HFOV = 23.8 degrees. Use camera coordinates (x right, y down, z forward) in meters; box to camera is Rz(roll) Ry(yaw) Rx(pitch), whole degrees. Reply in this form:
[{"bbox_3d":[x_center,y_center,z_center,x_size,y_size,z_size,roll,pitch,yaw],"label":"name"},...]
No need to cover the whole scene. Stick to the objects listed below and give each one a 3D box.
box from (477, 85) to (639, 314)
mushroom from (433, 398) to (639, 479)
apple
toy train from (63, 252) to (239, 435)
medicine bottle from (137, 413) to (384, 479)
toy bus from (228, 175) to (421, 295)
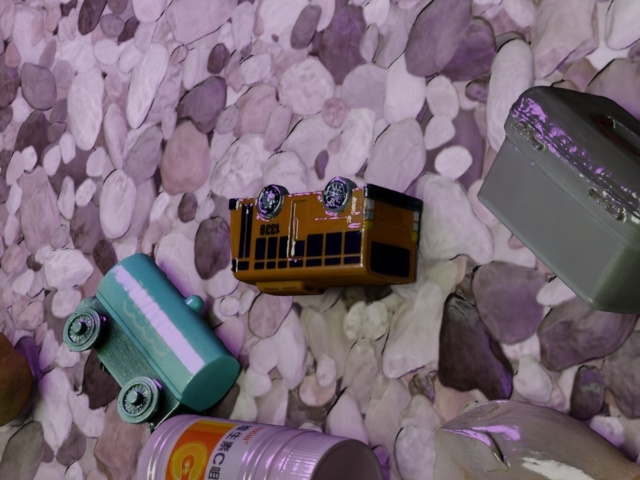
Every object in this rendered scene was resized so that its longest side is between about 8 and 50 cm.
[{"bbox_3d":[0.251,-0.037,1.363,0.210,0.148,0.129,49,121,39],"label":"box"},{"bbox_3d":[0.206,0.207,1.386,0.247,0.096,0.108,12,64,40],"label":"mushroom"},{"bbox_3d":[-0.426,0.176,1.948,0.102,0.126,0.126,-39,44,-22],"label":"apple"},{"bbox_3d":[-0.193,0.124,1.771,0.159,0.101,0.248,-47,53,5],"label":"toy train"},{"bbox_3d":[-0.065,0.257,1.593,0.249,0.133,0.133,3,83,42],"label":"medicine bottle"},{"bbox_3d":[0.000,0.000,1.612,0.201,0.098,0.114,-4,78,40],"label":"toy bus"}]
